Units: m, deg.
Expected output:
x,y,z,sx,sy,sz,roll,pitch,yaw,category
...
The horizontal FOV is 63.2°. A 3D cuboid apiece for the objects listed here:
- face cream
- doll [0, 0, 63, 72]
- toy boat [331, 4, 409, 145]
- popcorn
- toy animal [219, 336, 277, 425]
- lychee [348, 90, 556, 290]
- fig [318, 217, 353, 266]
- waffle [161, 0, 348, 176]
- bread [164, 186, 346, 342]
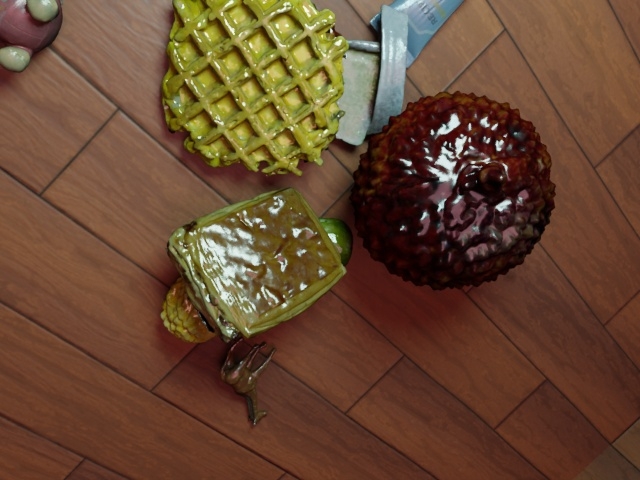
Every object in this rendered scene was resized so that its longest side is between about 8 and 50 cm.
x,y,z,sx,sy,sz,roll,pitch,yaw,category
0.288,-0.563,1.125,0.385,0.086,0.135,-44,115,9,face cream
-0.577,-0.427,0.877,0.256,0.152,0.196,39,83,-22,doll
0.064,-0.347,1.139,0.293,0.111,0.276,-12,116,4,toy boat
-0.275,0.155,1.204,0.180,0.170,0.180,-1,93,-15,popcorn
-0.185,0.375,1.368,0.224,0.066,0.230,26,92,-43,toy animal
0.272,-0.101,1.081,0.424,0.500,0.425,1,83,-8,lychee
0.000,0.000,1.242,0.156,0.123,0.123,14,106,-12,fig
-0.130,-0.319,1.046,0.379,0.095,0.382,7,112,-5,waffle
-0.139,0.053,1.131,0.324,0.167,0.277,-30,87,-28,bread
